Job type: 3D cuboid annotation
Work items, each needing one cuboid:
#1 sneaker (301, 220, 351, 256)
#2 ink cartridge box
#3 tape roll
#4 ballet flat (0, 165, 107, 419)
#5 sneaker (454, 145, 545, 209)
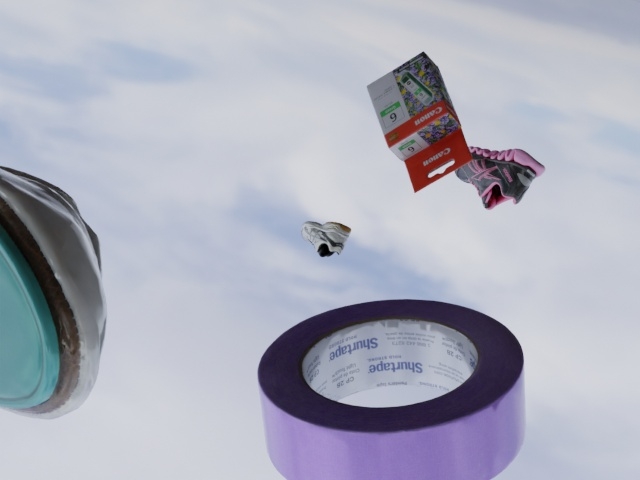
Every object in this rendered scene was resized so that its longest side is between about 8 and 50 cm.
[{"bbox_3d":[0.000,0.000,1.409,0.032,0.037,0.083,22,168,-26],"label":"sneaker"},{"bbox_3d":[0.085,-0.103,1.119,0.029,0.063,0.115,39,-153,-47],"label":"ink cartridge box"},{"bbox_3d":[0.074,0.161,1.346,0.275,0.090,0.275,-5,-157,2],"label":"tape roll"},{"bbox_3d":[-0.226,-0.001,0.803,0.400,0.139,0.139,15,-170,42],"label":"ballet flat"},{"bbox_3d":[0.162,-0.057,1.242,0.047,0.057,0.119,30,169,-25],"label":"sneaker"}]
